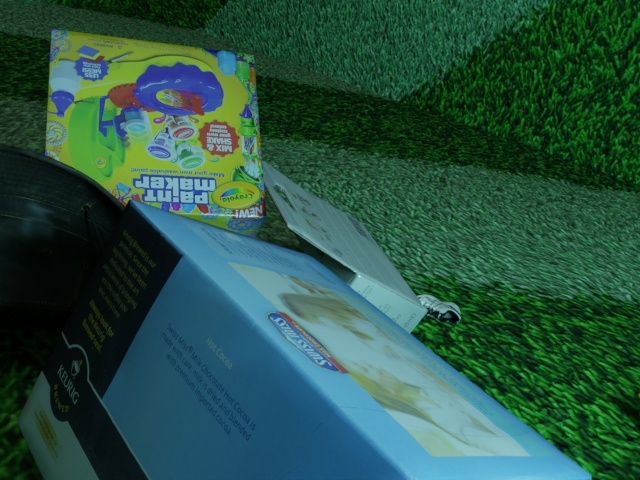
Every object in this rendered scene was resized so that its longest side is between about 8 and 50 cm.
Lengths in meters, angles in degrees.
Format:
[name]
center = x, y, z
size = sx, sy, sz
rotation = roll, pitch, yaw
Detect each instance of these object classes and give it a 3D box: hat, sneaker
[hat]
center = -0.343, 0.030, 0.787
size = 0.331, 0.331, 0.134
rotation = 10, 65, -7
[sneaker]
center = 0.177, 0.107, 1.068
size = 0.083, 0.032, 0.037
rotation = 10, 24, -5

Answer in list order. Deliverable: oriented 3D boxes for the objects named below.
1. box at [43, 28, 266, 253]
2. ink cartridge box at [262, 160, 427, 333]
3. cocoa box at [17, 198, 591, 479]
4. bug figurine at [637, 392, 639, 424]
[box]
center = -0.248, -0.127, 1.023
size = 0.290, 0.177, 0.279
rotation = 1, 67, -20
[ink cartridge box]
center = 0.000, 0.000, 1.049
size = 0.261, 0.066, 0.296
rotation = 30, 14, -28
[cocoa box]
center = -0.033, 0.157, 0.530
size = 0.231, 0.228, 0.347
rotation = 19, 13, -46
[bug figurine]
center = 0.478, 0.275, 0.800
size = 0.216, 0.072, 0.279
rotation = 24, 21, 9
